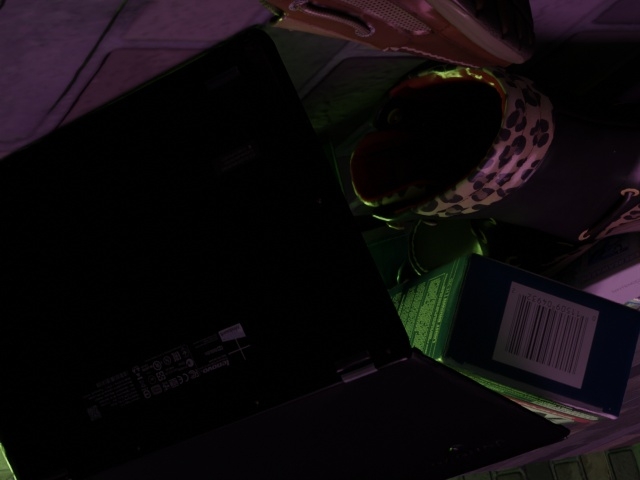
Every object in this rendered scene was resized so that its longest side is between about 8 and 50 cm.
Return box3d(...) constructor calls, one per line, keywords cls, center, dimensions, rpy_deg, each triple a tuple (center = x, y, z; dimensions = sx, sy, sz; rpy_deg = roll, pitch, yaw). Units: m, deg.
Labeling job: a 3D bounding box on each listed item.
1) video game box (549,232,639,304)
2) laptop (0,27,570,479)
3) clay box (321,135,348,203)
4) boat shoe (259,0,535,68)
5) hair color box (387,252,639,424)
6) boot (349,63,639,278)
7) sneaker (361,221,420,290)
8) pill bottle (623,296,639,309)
box3d(cls="video game box", center=(0.313, -0.034, 1.441), dimensions=(0.205, 0.187, 0.048), rpy_deg=(-29, 123, 36))
box3d(cls="laptop", center=(-0.068, 0.075, 1.256), dimensions=(0.382, 0.408, 0.236), rpy_deg=(-24, -178, 27))
box3d(cls="clay box", center=(0.000, 0.000, 1.381), dimensions=(0.053, 0.127, 0.222), rpy_deg=(-13, 163, -4))
box3d(cls="boat shoe", center=(0.012, -0.176, 0.866), dimensions=(0.120, 0.123, 0.324), rpy_deg=(-18, 156, 31))
box3d(cls="hair color box", center=(0.149, 0.110, 1.443), dimensions=(0.173, 0.105, 0.347), rpy_deg=(19, 167, -10))
box3d(cls="boot", center=(0.144, -0.049, 1.335), dimensions=(0.284, 0.138, 0.377), rpy_deg=(7, 163, -39))
box3d(cls="sneaker", center=(0.097, 0.063, 1.679), dimensions=(0.108, 0.121, 0.302), rpy_deg=(-19, 162, 16))
box3d(cls="pill bottle", center=(0.397, 0.067, 2.023), dimensions=(0.078, 0.078, 0.137), rpy_deg=(-8, 163, -21))
